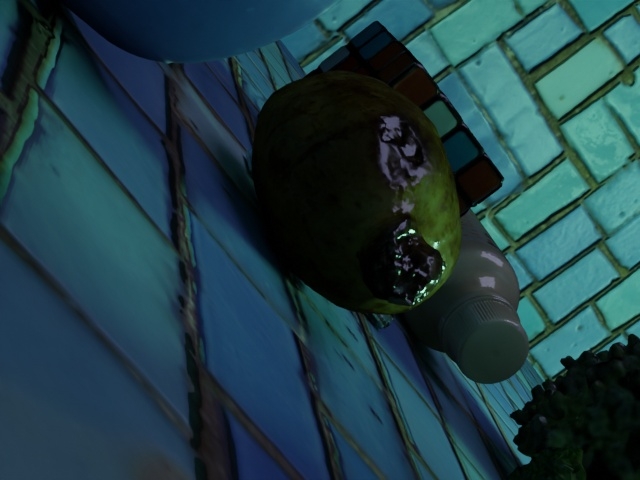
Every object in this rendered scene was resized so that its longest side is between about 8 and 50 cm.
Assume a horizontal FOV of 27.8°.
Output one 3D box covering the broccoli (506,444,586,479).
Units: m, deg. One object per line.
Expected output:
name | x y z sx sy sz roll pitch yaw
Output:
broccoli | 0.211 0.166 0.521 0.269 0.269 0.254 58 3 33

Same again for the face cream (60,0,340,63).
face cream | -0.088 -0.247 0.641 0.249 0.249 0.225 58 9 35

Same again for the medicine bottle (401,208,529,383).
medicine bottle | 0.126 0.044 1.220 0.114 0.114 0.252 50 8 -26

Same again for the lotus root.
lotus root | 0.026 -0.029 0.850 0.145 0.128 0.260 61 4 -27

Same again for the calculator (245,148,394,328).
calculator | 0.000 0.000 1.001 0.172 0.018 0.057 49 6 -21

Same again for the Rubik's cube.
Rubik's cube | 0.052 -0.087 1.214 0.154 0.155 0.151 51 5 -26

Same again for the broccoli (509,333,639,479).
broccoli | 0.320 0.227 1.160 0.293 0.348 0.281 -7 60 -31
